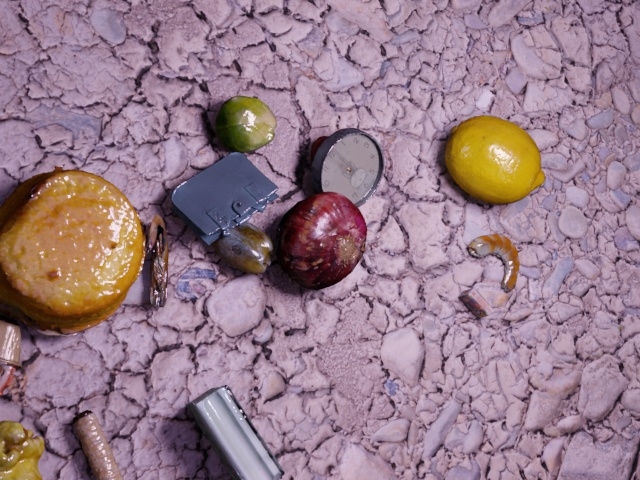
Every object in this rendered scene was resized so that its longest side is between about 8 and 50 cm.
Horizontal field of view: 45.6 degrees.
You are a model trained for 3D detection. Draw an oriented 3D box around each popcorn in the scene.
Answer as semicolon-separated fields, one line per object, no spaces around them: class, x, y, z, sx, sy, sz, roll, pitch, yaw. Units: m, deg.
popcorn;-0.653;0.468;1.550;0.226;0.200;0.203;17;40;15

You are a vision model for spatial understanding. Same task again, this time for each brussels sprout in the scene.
brussels sprout;-0.191;-0.293;1.910;0.155;0.118;0.155;0;90;-38

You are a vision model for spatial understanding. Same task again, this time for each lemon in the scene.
lemon;0.470;-0.219;2.077;0.236;0.236;0.263;-30;75;-23

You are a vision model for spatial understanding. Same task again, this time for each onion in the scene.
onion;0.000;0.000;1.875;0.246;0.190;0.246;-13;110;-38

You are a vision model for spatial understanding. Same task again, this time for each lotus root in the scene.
lotus root;-0.201;0.002;1.853;0.192;0.088;0.113;34;61;4

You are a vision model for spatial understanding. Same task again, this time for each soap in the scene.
soap;-0.200;0.452;1.721;0.094;0.150;0.261;-34;91;-27

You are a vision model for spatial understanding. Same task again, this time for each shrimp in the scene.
shrimp;-0.373;0.047;1.751;0.046;0.152;0.219;1;83;-5
shrimp;0.484;0.065;2.125;0.161;0.049;0.166;-4;87;-23

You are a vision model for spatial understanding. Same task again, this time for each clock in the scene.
clock;0.073;-0.181;1.959;0.215;0.042;0.214;-16;118;-32

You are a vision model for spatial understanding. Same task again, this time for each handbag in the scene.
handbag;-0.229;-0.102;1.837;0.229;0.062;0.179;-36;64;-27

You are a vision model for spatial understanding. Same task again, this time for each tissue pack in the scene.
tissue pack;0.421;0.169;2.063;0.035;0.063;0.083;-44;96;-20

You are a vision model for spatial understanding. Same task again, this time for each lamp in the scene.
lamp;0.017;-0.223;1.985;0.101;0.090;0.101;30;53;-51

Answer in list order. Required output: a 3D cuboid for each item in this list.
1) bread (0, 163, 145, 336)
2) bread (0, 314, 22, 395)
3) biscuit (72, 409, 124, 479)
bread;-0.556;0.019;1.650;0.337;0.204;0.358;32;72;-12
bread;-0.736;0.246;1.572;0.224;0.142;0.211;20;69;-16
biscuit;-0.481;0.476;1.663;0.061;0.055;0.219;-26;86;12
